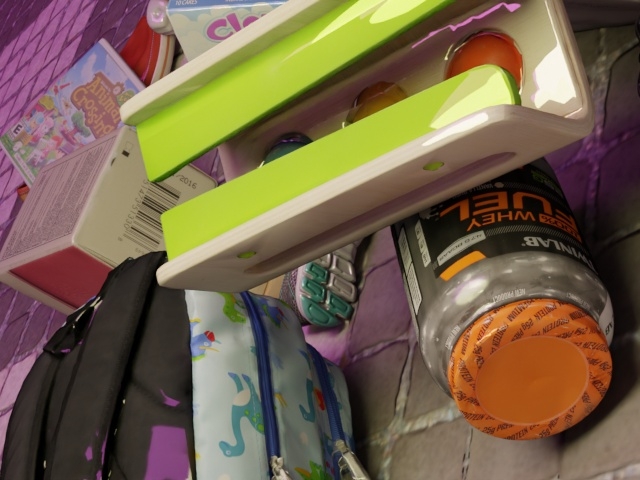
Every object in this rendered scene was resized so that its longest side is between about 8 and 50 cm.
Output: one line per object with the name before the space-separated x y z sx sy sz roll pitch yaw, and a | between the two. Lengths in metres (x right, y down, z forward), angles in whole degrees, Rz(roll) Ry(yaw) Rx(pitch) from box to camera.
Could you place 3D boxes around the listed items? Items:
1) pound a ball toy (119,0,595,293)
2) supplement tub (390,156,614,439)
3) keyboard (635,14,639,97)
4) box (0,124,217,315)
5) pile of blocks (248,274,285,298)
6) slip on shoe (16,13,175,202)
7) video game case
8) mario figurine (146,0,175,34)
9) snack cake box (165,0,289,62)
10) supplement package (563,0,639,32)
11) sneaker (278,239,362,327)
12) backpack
pound a ball toy | 0.028 -0.116 0.843 0.319 0.136 0.208 -26 72 35
supplement tub | 0.110 0.026 0.856 0.117 0.117 0.190 -47 28 23
keyboard | 0.238 -0.115 0.839 0.108 0.023 0.180 3 59 30
box | -0.238 -0.012 1.522 0.232 0.127 0.148 -16 48 56
pile of blocks | -0.049 -0.066 1.254 0.362 0.113 0.149 -61 25 -7
slip on shoe | -0.287 -0.166 1.818 0.331 0.101 0.123 -63 24 -13
video game case | -0.288 -0.127 1.721 0.193 0.023 0.212 -44 52 4
mario figurine | -0.134 -0.375 1.801 0.320 0.170 0.198 -81 -4 -59
snack cake box | 0.020 -0.222 1.174 0.264 0.089 0.152 -2 52 17
supplement package | 0.155 -0.299 0.945 0.175 0.178 0.292 6 94 63
sneaker | 0.000 0.000 1.155 0.076 0.065 0.166 -27 37 54
backpack | -0.105 0.182 0.955 0.290 0.273 0.355 -42 51 35
